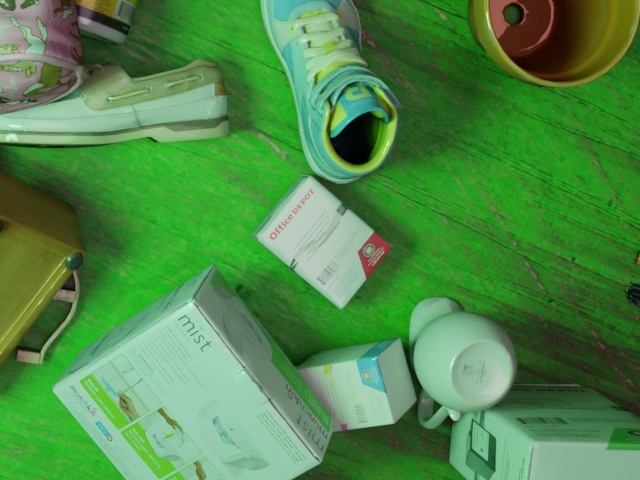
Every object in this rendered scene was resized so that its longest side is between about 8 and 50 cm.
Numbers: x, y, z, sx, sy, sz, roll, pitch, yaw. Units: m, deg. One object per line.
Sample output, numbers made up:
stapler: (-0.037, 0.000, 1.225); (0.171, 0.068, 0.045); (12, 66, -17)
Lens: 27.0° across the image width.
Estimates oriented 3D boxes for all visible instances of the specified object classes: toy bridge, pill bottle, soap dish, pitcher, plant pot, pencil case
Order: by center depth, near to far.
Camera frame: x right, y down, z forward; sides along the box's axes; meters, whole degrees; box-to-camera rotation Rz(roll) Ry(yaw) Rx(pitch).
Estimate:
pencil case: (-0.378, -0.337, 1.525); (0.167, 0.160, 0.386); (-19, 76, 22)
soap dish: (-0.428, 0.057, 1.566); (0.118, 0.229, 0.291); (40, 94, 29)
pill bottle: (-0.266, -0.354, 1.626); (0.119, 0.119, 0.208); (17, 91, -13)
toy bridge: (-0.341, 0.065, 1.698); (0.063, 0.026, 0.188); (12, 93, -15)
plant pot: (0.279, -0.298, 1.716); (0.205, 0.188, 0.205); (-1, 95, -12)
pitcher: (0.173, 0.175, 1.731); (0.126, 0.207, 0.177); (6, 96, -13)

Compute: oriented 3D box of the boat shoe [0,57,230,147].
boat shoe: (-0.264, -0.169, 1.656); (0.302, 0.113, 0.103); (-6, 96, -22)

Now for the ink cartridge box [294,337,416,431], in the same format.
ink cartridge box: (0.036, 0.191, 1.739); (0.143, 0.090, 0.092); (-11, 99, 26)

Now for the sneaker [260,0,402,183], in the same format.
sneaker: (0.020, -0.224, 1.656); (0.127, 0.208, 0.319); (-19, 99, -9)

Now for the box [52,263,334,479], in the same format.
box: (-0.154, 0.205, 1.658); (0.231, 0.127, 0.262); (-34, 102, 19)

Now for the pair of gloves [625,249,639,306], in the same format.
pair of gloves: (0.471, 0.057, 1.885); (0.074, 0.010, 0.083); (17, 94, -15)

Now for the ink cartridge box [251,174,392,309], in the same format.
ink cartridge box: (0.000, 0.000, 1.748); (0.150, 0.063, 0.109); (41, 86, -13)

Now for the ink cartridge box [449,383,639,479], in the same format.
ink cartridge box: (0.312, 0.278, 1.730); (0.211, 0.289, 0.121); (3, 98, -13)
